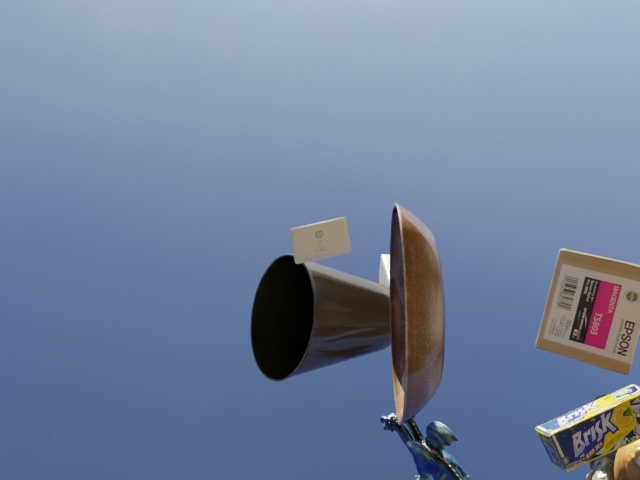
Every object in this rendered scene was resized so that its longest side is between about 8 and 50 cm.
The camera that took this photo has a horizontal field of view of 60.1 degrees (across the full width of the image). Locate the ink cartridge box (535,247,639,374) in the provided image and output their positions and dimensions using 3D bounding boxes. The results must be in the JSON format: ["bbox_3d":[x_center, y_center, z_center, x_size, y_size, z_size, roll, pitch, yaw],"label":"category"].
[{"bbox_3d":[0.602,0.151,1.216,0.194,0.234,0.088,14,-174,28],"label":"ink cartridge box"}]

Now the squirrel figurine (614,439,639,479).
[{"bbox_3d":[0.677,0.350,0.852,0.371,0.396,0.281,16,-171,29],"label":"squirrel figurine"}]

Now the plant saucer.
[{"bbox_3d":[0.086,0.064,0.505,0.036,0.198,0.198,-2,-128,3],"label":"plant saucer"}]

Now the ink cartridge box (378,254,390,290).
[{"bbox_3d":[0.172,0.113,1.256,0.063,0.109,0.150,2,-156,-3],"label":"ink cartridge box"}]

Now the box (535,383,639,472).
[{"bbox_3d":[0.411,0.273,0.811,0.169,0.054,0.059,-22,-96,-4],"label":"box"}]

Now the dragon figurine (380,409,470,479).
[{"bbox_3d":[0.220,0.412,1.065,0.085,0.289,0.143,-27,-77,-22],"label":"dragon figurine"}]

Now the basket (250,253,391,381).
[{"bbox_3d":[0.018,0.130,0.950,0.227,0.204,0.154,6,-173,-43],"label":"basket"}]

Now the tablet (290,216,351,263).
[{"bbox_3d":[0.000,0.000,0.788,0.084,0.006,0.054,-12,-106,9],"label":"tablet"}]

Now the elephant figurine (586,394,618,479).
[{"bbox_3d":[0.580,0.433,1.062,0.186,0.169,0.239,15,-112,9],"label":"elephant figurine"}]
